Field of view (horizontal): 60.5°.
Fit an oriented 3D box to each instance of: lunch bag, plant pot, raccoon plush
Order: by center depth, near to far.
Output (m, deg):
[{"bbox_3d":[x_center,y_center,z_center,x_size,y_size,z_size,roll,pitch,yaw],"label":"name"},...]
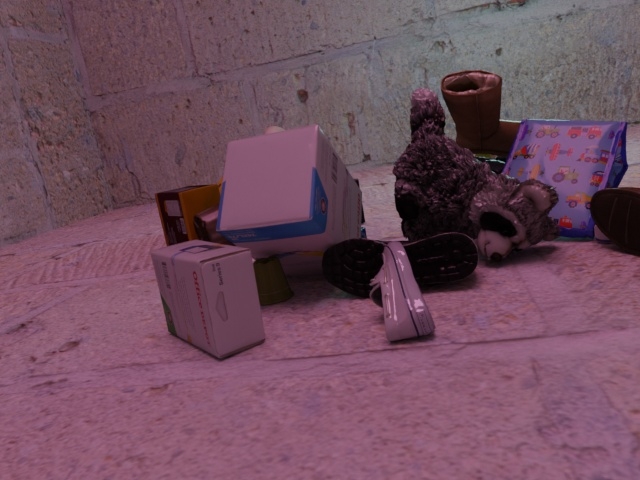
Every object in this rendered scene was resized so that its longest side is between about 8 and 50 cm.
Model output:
[{"bbox_3d":[-0.099,0.075,1.069,0.083,0.079,0.083,-10,11,2],"label":"plant pot"},{"bbox_3d":[0.319,-0.164,1.119,0.299,0.446,0.216,-7,-16,26],"label":"raccoon plush"},{"bbox_3d":[0.506,-0.119,1.185,0.221,0.138,0.293,12,56,39],"label":"lunch bag"},{"bbox_3d":[-0.278,-0.047,1.632,0.165,0.167,0.167,-24,17,-26],"label":"plant pot"}]

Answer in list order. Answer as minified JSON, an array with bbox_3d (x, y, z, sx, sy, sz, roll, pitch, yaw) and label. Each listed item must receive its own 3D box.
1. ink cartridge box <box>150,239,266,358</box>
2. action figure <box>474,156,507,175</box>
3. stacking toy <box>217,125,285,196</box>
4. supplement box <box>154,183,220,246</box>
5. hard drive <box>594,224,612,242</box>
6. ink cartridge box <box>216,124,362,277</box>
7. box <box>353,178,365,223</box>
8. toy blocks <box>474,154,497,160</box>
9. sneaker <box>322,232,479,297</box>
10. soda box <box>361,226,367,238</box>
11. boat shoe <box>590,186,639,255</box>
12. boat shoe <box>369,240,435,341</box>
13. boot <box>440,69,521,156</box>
[{"bbox_3d":[-0.189,0.087,0.902,0.093,0.154,0.212,-16,12,-32],"label":"ink cartridge box"},{"bbox_3d":[0.425,-0.146,1.388,0.185,0.099,0.285,10,47,38],"label":"action figure"},{"bbox_3d":[-0.264,-0.167,2.023,0.480,0.351,0.350,-27,7,17],"label":"stacking toy"},{"bbox_3d":[-0.409,-0.072,1.743,0.129,0.191,0.194,-20,16,-38],"label":"supplement box"},{"bbox_3d":[0.703,-0.056,1.097,0.210,0.040,0.318,0,15,40],"label":"hard drive"},{"bbox_3d":[-0.048,-0.063,1.107,0.197,0.198,0.270,-6,-25,21],"label":"ink cartridge box"},{"bbox_3d":[0.001,-0.113,1.711,0.163,0.142,0.247,-17,14,-27],"label":"box"},{"bbox_3d":[0.550,-0.230,1.784,0.381,0.191,0.261,-15,2,-33],"label":"toy blocks"},{"bbox_3d":[0.148,0.046,1.014,0.283,0.107,0.124,-3,-2,17],"label":"sneaker"},{"bbox_3d":[0.004,0.014,1.293,0.210,0.067,0.071,-3,13,29],"label":"soda box"},{"bbox_3d":[0.600,-0.025,0.906,0.104,0.111,0.307,-15,24,-19],"label":"boat shoe"},{"bbox_3d":[0.110,0.070,0.847,0.075,0.083,0.226,-19,23,5],"label":"boat shoe"},{"bbox_3d":[0.419,-0.298,1.304,0.236,0.089,0.269,-4,-23,18],"label":"boot"}]
